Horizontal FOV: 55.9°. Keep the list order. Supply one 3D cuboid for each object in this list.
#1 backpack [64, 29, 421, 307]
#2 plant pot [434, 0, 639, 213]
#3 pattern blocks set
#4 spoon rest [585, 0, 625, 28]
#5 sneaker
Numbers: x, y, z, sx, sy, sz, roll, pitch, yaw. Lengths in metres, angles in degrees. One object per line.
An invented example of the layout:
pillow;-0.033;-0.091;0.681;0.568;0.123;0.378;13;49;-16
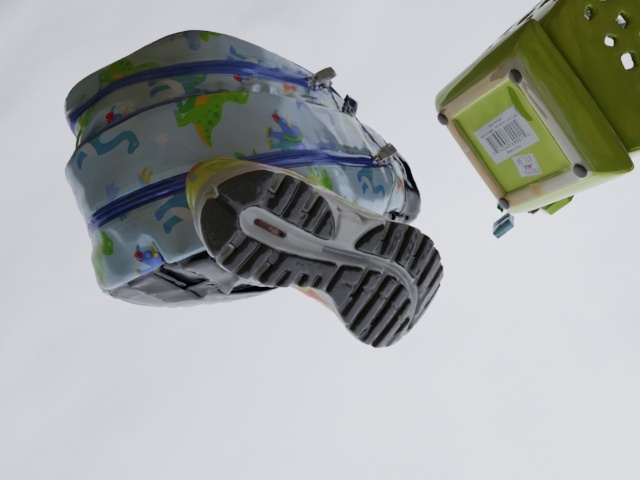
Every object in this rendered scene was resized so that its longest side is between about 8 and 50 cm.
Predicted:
backpack;-0.079;-0.049;0.591;0.290;0.273;0.355;-14;-168;22
plant pot;0.290;-0.171;0.737;0.207;0.227;0.228;-36;-177;-23
pattern blocks set;0.482;-0.139;1.222;0.325;0.026;0.285;-40;-167;44
spoon rest;0.383;-0.397;0.857;0.137;0.084;0.276;-11;-114;-18
sneaker;0.000;0.000;0.395;0.081;0.208;0.094;-56;-141;1
